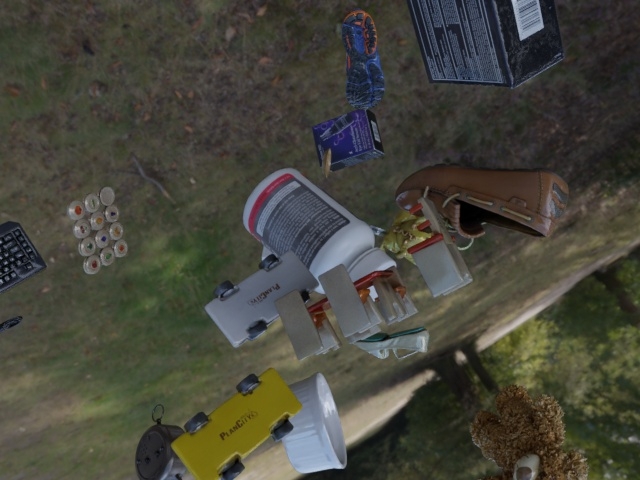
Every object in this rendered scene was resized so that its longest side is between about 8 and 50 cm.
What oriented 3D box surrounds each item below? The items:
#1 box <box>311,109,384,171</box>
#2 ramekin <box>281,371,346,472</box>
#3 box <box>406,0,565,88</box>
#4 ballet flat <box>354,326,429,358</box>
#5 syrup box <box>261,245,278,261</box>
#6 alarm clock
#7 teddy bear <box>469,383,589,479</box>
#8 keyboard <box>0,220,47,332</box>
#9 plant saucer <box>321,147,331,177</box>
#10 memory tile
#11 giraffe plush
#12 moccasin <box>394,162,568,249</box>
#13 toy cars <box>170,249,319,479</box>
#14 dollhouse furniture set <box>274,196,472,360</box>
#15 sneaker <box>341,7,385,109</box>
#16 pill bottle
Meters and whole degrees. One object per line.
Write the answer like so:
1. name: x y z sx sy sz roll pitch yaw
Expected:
1. box: 0.092 -0.337 2.057 0.207 0.153 0.108 -17 170 22
2. ramekin: -0.029 0.534 1.764 0.135 0.277 0.277 -17 161 6
3. box: 0.364 -0.525 1.395 0.183 0.294 0.296 -32 118 -18
4. ballet flat: 0.199 0.302 1.747 0.249 0.086 0.086 -13 174 35
5. syrup box: -0.121 -0.005 1.895 0.097 0.236 0.093 5 140 2
6. alarm clock: -0.345 0.443 1.304 0.129 0.192 0.064 -37 138 26
7. teddy bear: 0.403 0.418 1.239 0.245 0.113 0.338 -37 -163 22
8. keyboard: -0.665 0.117 1.135 0.317 0.201 0.033 -36 -160 -33
9. plant saucer: 0.016 -0.218 1.702 0.015 0.083 0.083 7 161 8
10. memory tile: -0.419 -0.020 1.155 0.012 0.147 0.113 4 -155 27
11. giraffe plush: 0.243 -0.013 1.565 0.211 0.181 0.170 1 -179 -7
12. moccasin: 0.295 -0.064 1.205 0.139 0.380 0.146 31 76 -43
13. toy cars: -0.113 0.190 0.946 0.177 0.393 0.087 17 148 -13
14. dollhouse furniture set: 0.082 0.059 0.920 0.259 0.135 0.262 -30 166 19
15. sneaker: 0.088 -0.368 1.236 0.083 0.087 0.221 -1 132 5
16. pill bottle: 0.000 0.000 1.279 0.176 0.318 0.176 -37 152 -24
